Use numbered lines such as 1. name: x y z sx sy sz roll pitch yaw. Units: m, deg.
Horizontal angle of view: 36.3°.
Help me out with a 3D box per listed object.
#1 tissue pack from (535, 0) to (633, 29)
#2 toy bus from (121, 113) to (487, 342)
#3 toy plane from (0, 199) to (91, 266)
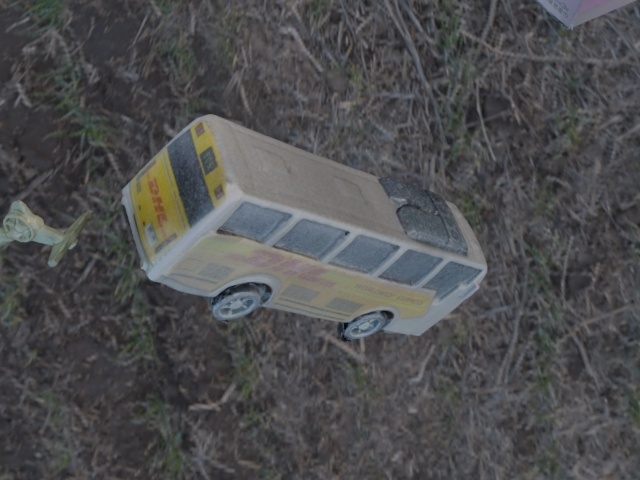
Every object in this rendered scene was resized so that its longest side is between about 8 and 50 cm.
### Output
1. tissue pack: 0.229 -0.338 0.968 0.148 0.246 0.092 -26 152 -25
2. toy bus: 0.000 0.000 0.801 0.342 0.097 0.138 15 132 -46
3. toy plane: -0.312 0.015 0.813 0.286 0.092 0.108 -19 119 36
